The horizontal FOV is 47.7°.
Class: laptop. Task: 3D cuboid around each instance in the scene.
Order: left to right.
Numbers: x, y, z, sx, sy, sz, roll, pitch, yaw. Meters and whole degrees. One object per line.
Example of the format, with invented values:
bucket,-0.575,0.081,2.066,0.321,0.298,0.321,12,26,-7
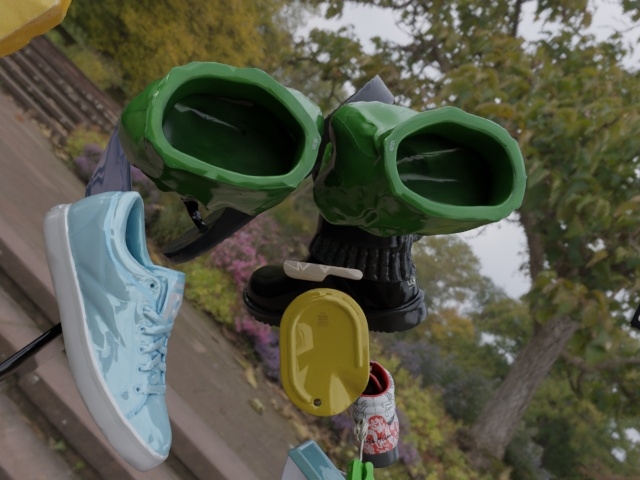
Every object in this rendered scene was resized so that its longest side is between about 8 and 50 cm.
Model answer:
laptop,-0.445,0.045,1.169,0.236,0.408,0.382,53,-32,-2

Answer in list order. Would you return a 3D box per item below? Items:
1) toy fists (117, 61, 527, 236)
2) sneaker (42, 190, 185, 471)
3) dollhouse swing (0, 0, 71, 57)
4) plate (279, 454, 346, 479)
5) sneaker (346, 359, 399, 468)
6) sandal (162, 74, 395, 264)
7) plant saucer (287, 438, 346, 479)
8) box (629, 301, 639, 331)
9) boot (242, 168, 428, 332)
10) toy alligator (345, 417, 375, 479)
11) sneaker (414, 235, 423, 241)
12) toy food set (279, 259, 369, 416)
toy fists,-0.001,-0.059,0.516,0.279,0.096,0.142,7,-10,-18
sneaker,-0.237,0.102,0.926,0.135,0.150,0.366,31,38,-81
dollhouse swing,-0.434,-0.263,0.774,0.305,0.346,0.315,54,-10,-5
plate,0.035,0.560,1.361,0.277,0.278,0.045,19,11,14
sneaker,0.086,0.262,1.271,0.270,0.090,0.145,-99,-178,-73
sandal,-0.086,-0.101,0.952,0.107,0.167,0.445,50,-48,-8
plant saucer,0.030,0.363,1.026,0.192,0.018,0.067,48,17,17
box,0.583,0.054,1.189,0.051,0.220,0.175,26,5,27
boot,0.003,-0.002,1.140,0.347,0.131,0.260,-1,-67,31
toy alligator,0.048,0.295,0.822,0.051,0.190,0.056,33,-44,-14
sneaker,0.112,-0.060,1.163,0.166,0.076,0.065,38,-3,12
toy food set,0.003,0.139,1.049,0.128,0.218,0.071,0,-4,-5
